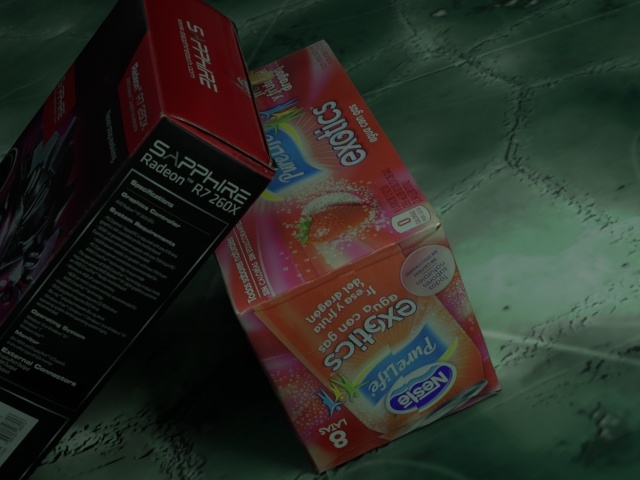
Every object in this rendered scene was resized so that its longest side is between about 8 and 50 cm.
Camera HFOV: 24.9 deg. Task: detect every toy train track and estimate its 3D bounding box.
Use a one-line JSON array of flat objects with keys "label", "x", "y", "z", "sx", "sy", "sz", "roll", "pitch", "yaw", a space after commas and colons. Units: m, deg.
[{"label": "toy train track", "x": -0.055, "y": -0.102, "z": 1.063, "sx": 0.048, "sy": 0.014, "sz": 0.083, "roll": -13, "pitch": 40, "yaw": 4}]

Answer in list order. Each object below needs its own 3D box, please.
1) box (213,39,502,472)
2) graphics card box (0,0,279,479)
[{"label": "box", "x": 0.000, "y": 0.000, "z": 1.037, "sx": 0.142, "sy": 0.154, "sz": 0.300, "roll": -25, "pitch": 34, "yaw": -1}, {"label": "graphics card box", "x": -0.187, "y": 0.013, "z": 1.019, "sx": 0.371, "sy": 0.094, "sz": 0.232, "roll": -50, "pitch": 28, "yaw": 20}]
